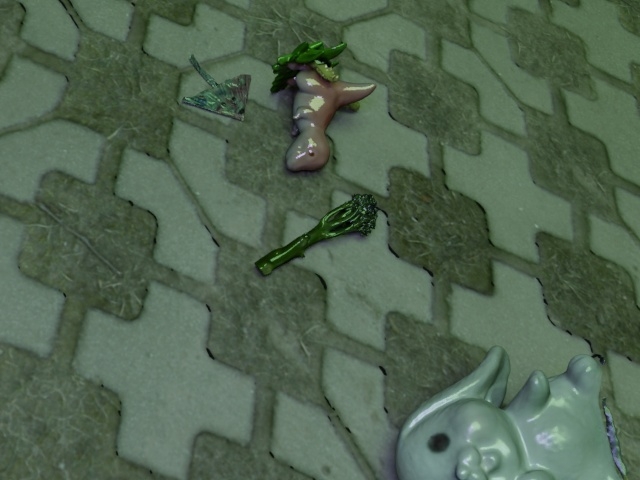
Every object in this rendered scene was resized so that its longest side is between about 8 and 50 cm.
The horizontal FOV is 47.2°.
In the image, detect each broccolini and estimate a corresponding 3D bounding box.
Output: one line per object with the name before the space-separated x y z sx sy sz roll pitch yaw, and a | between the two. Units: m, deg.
broccolini | -0.001 0.001 1.107 0.216 0.058 0.067 -35 34 -23

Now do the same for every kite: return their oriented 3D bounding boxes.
kite | -0.172 -0.255 1.220 0.139 0.011 0.156 -31 75 -33

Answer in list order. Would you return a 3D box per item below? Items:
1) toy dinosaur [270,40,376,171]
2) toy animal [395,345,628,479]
toy dinosaur | 0.002 -0.220 1.177 0.194 0.152 0.177 -28 80 -22
toy animal | 0.242 0.259 0.951 0.290 0.174 0.249 15 69 -10
